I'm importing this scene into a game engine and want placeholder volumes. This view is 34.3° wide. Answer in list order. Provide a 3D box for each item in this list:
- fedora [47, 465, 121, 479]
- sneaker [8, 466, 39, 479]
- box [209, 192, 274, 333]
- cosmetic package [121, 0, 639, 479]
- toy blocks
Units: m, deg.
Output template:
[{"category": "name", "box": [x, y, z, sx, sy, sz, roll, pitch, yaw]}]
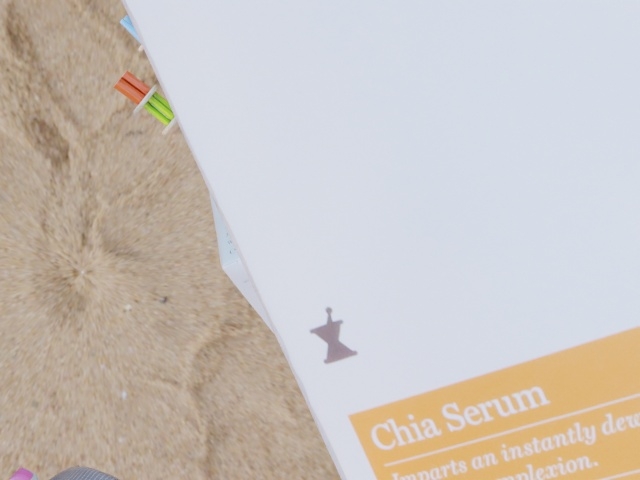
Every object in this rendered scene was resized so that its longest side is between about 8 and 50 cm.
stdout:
[{"category": "fedora", "box": [-0.109, 0.238, 0.611, 0.275, 0.243, 0.124, 44, 64, 13]}, {"category": "sneaker", "box": [-0.403, 0.421, 1.394, 0.111, 0.103, 0.252, 17, 111, 5]}, {"category": "box", "box": [0.000, 0.000, 1.125, 0.181, 0.182, 0.119, -23, 49, 9]}, {"category": "cosmetic package", "box": [0.083, -0.043, 0.509, 0.230, 0.161, 0.453, -23, 94, 26]}, {"category": "toy blocks", "box": [-0.241, -0.241, 1.468, 0.148, 0.054, 0.123, 40, 93, -11]}]
